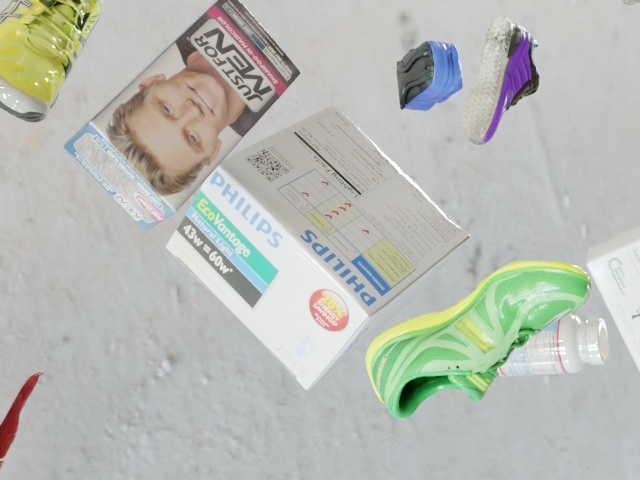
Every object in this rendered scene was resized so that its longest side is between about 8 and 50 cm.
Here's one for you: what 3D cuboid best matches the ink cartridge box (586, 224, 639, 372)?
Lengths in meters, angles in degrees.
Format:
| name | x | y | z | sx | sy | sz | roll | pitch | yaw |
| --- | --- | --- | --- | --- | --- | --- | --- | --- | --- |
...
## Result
| name | x | y | z | sx | sy | sz | roll | pitch | yaw |
| --- | --- | --- | --- | --- | --- | --- | --- | --- | --- |
| ink cartridge box | 0.459 | 0.020 | 1.122 | 0.165 | 0.332 | 0.065 | 63 | 21 | -8 |

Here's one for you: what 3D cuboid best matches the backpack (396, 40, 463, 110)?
| name | x | y | z | sx | sy | sz | roll | pitch | yaw |
| --- | --- | --- | --- | --- | --- | --- | --- | --- | --- |
| backpack | 0.192 | -0.286 | 1.856 | 0.101 | 0.120 | 0.098 | -4 | 74 | -23 |

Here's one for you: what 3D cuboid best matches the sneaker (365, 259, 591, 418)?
| name | x | y | z | sx | sy | sz | roll | pitch | yaw |
| --- | --- | --- | --- | --- | --- | --- | --- | --- | --- |
| sneaker | 0.192 | 0.123 | 1.276 | 0.109 | 0.295 | 0.124 | 34 | 34 | -44 |

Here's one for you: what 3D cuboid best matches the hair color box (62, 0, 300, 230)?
| name | x | y | z | sx | sy | sz | roll | pitch | yaw |
| --- | --- | --- | --- | --- | --- | --- | --- | --- | --- |
| hair color box | -0.194 | -0.196 | 1.612 | 0.174 | 0.105 | 0.347 | 47 | 54 | -14 |

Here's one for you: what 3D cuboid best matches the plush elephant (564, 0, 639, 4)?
| name | x | y | z | sx | sy | sz | roll | pitch | yaw |
| --- | --- | --- | --- | --- | --- | --- | --- | --- | --- |
| plush elephant | 0.599 | -0.538 | 1.957 | 0.255 | 0.329 | 0.272 | -58 | 133 | -38 |

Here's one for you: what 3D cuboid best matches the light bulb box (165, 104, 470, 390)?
| name | x | y | z | sx | sy | sz | roll | pitch | yaw |
| --- | --- | --- | --- | --- | --- | --- | --- | --- | --- |
| light bulb box | 0.000 | 0.000 | 1.881 | 0.358 | 0.225 | 0.361 | 45 | 39 | 10 |

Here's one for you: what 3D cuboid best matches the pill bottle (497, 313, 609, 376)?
| name | x | y | z | sx | sy | sz | roll | pitch | yaw |
| --- | --- | --- | --- | --- | --- | --- | --- | --- | --- |
| pill bottle | 0.331 | 0.150 | 1.583 | 0.087 | 0.160 | 0.087 | 22 | 64 | -59 |

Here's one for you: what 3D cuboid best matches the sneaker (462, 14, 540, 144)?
| name | x | y | z | sx | sy | sz | roll | pitch | yaw |
| --- | --- | --- | --- | --- | --- | --- | --- | --- | --- |
| sneaker | 0.421 | -0.341 | 2.438 | 0.146 | 0.102 | 0.294 | 20 | 83 | -28 |

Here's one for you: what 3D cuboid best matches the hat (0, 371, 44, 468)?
| name | x | y | z | sx | sy | sz | roll | pitch | yaw |
| --- | --- | --- | --- | --- | --- | --- | --- | --- | --- |
| hat | -0.440 | 0.278 | 1.290 | 0.208 | 0.172 | 0.184 | -67 | 160 | -66 |

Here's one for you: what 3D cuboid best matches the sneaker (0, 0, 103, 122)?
| name | x | y | z | sx | sy | sz | roll | pitch | yaw |
| --- | --- | --- | --- | --- | --- | --- | --- | --- | --- |
| sneaker | -0.402 | -0.314 | 1.582 | 0.145 | 0.147 | 0.385 | 32 | 32 | -23 |
